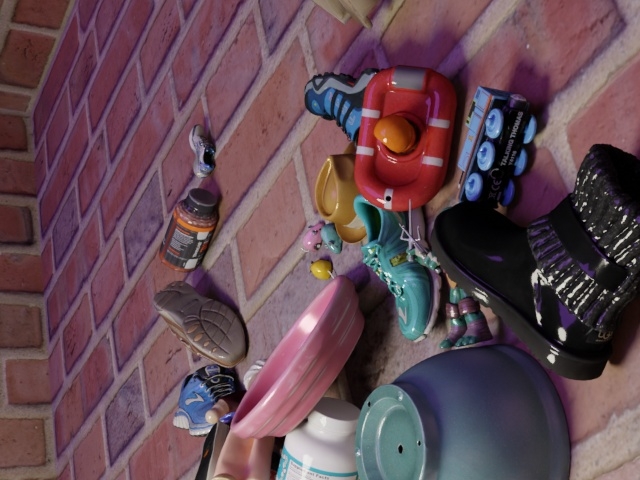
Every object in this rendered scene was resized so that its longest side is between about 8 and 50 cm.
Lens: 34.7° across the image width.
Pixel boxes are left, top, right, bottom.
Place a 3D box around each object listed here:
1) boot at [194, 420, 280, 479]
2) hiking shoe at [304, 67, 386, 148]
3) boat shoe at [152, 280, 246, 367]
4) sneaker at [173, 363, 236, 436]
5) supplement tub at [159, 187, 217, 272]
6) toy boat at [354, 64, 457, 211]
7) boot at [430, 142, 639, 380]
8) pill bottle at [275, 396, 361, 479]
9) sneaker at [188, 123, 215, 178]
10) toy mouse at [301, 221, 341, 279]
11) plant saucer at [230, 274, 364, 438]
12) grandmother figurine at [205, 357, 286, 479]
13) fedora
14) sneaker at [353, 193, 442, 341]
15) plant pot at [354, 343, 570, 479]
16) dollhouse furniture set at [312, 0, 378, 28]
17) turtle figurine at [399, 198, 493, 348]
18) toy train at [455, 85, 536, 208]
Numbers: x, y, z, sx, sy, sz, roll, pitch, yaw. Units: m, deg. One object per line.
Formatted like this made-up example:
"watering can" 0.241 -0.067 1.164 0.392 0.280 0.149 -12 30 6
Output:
"boot" -0.148 0.460 1.953 0.088 0.176 0.244 -55 10 23
"hiking shoe" 0.055 -0.226 1.804 0.304 0.113 0.132 6 90 61
"boat shoe" -0.261 0.203 2.323 0.324 0.123 0.116 36 150 48
"sneaker" -0.236 0.344 2.215 0.330 0.129 0.147 -4 84 61
"supplement tub" -0.309 -0.027 2.433 0.198 0.106 0.106 -64 35 32
"toy boat" 0.123 -0.160 1.596 0.150 0.151 0.231 9 95 18
"boot" 0.296 -0.021 1.310 0.348 0.131 0.260 46 132 41
"pill bottle" -0.002 0.408 1.764 0.146 0.146 0.264 36 115 57
"sneaker" -0.279 -0.222 2.481 0.058 0.052 0.135 -26 70 46
"toy mouse" 0.000 0.000 1.947 0.161 0.031 0.143 25 107 60
"plant saucer" -0.029 0.214 1.774 0.332 0.084 0.332 -53 4 5
"grandmother figurine" -0.120 0.360 1.935 0.104 0.208 0.342 -29 29 27
"fedora" 0.042 -0.092 1.839 0.194 0.079 0.194 -19 68 59
"sneaker" 0.116 0.039 1.651 0.107 0.109 0.275 -50 44 45
"plant pot" 0.172 0.288 1.420 0.293 0.196 0.293 -15 73 59
"dollhouse furniture set" 0.094 -0.562 1.846 0.303 0.198 0.286 -49 59 1
"turtle figurine" 0.189 0.039 1.508 0.175 0.118 0.234 58 -161 -84
"toy train" 0.249 -0.130 1.482 0.105 0.080 0.184 -122 43 -61
